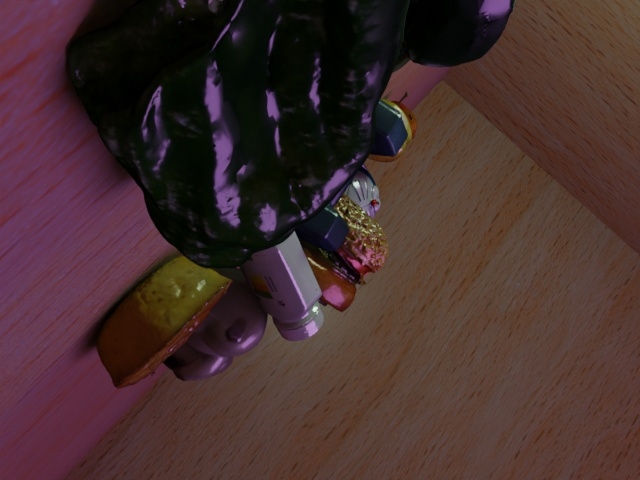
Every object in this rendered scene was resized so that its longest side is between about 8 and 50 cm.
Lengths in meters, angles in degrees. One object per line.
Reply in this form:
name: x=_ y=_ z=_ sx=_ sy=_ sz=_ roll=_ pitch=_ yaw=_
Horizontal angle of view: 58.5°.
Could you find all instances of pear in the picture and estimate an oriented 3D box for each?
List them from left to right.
pear: x=0.169 y=-0.300 z=1.586 sx=0.178 sy=0.178 sz=0.178 roll=-48 pitch=179 yaw=-1

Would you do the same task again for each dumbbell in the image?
dumbbell: x=0.043 y=-0.142 z=1.177 sx=0.324 sy=0.160 sz=0.144 roll=-58 pitch=-179 yaw=-7

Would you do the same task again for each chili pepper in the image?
chili pepper: x=-0.048 y=-0.093 z=0.435 sx=0.213 sy=0.167 sz=0.385 roll=-49 pitch=179 yaw=-25
chili pepper: x=0.109 y=-0.270 z=0.609 sx=0.261 sy=0.174 sz=0.165 roll=116 pitch=-8 yaw=-83

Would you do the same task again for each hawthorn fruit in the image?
hawthorn fruit: x=0.229 y=-0.382 z=1.800 sx=0.165 sy=0.165 sz=0.285 roll=-48 pitch=173 yaw=-3

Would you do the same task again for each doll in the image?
doll: x=-0.260 y=0.197 z=1.327 sx=0.370 sy=0.215 sz=0.226 roll=-51 pitch=-167 yaw=37
doll: x=0.038 y=-0.112 z=1.692 sx=0.310 sy=0.284 sz=0.240 roll=-32 pitch=-148 yaw=-28

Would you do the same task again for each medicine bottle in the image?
medicine bottle: x=-0.088 y=0.070 z=1.168 sx=0.161 sy=0.296 sz=0.111 roll=14 pitch=-130 yaw=39

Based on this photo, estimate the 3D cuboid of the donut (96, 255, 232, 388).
donut: x=-0.281 y=0.138 z=1.003 sx=0.277 sy=0.108 sz=0.277 roll=-47 pitch=180 yaw=0

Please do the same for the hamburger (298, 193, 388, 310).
hamburger: x=0.000 y=0.000 z=1.395 sx=0.250 sy=0.330 sz=0.330 roll=-54 pitch=179 yaw=-3
